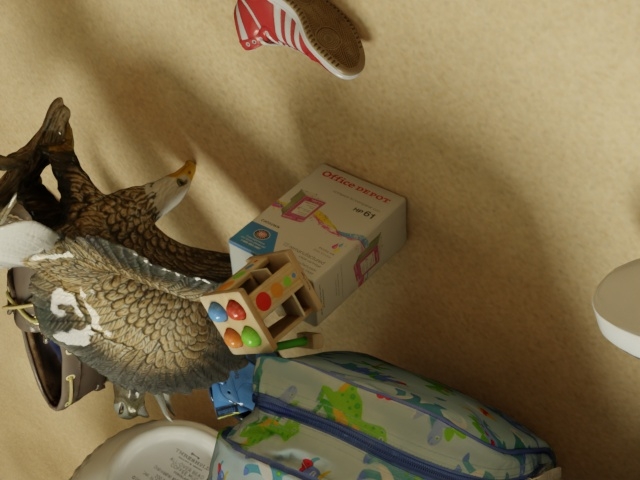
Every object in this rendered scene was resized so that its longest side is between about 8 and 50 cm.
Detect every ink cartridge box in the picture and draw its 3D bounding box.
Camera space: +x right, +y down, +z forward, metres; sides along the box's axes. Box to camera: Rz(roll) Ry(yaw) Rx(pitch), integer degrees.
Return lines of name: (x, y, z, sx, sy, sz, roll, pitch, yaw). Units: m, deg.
ink cartridge box: (0.000, 0.000, 0.893, 0.088, 0.122, 0.052, 25, 138, 30)

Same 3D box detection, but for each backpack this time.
backpack: (0.043, 0.205, 0.874, 0.290, 0.355, 0.273, 25, 109, 26)

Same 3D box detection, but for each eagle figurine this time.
eagle figurine: (-0.163, 0.017, 1.012, 0.298, 0.225, 0.226, 46, -178, -4)

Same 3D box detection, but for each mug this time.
mug: (-0.158, 0.398, 1.355, 0.374, 0.276, 0.328, 41, 145, 15)

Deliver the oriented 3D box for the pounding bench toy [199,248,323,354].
pounding bench toy: (-0.038, 0.060, 0.825, 0.052, 0.065, 0.083, -11, 114, 50)

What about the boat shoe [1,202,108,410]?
boat shoe: (-0.335, 0.085, 1.393, 0.116, 0.097, 0.324, 27, 142, 29)

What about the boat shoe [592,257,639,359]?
boat shoe: (0.304, 0.077, 0.648, 0.301, 0.108, 0.102, 7, 129, 36)

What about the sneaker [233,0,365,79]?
sneaker: (-0.018, -0.150, 0.826, 0.118, 0.042, 0.067, 49, 144, 11)

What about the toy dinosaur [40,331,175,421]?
toy dinosaur: (-0.224, 0.052, 1.238, 0.160, 0.121, 0.313, 10, 129, 3)

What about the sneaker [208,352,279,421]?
sneaker: (-0.095, 0.132, 1.183, 0.209, 0.082, 0.069, 54, 149, -8)
